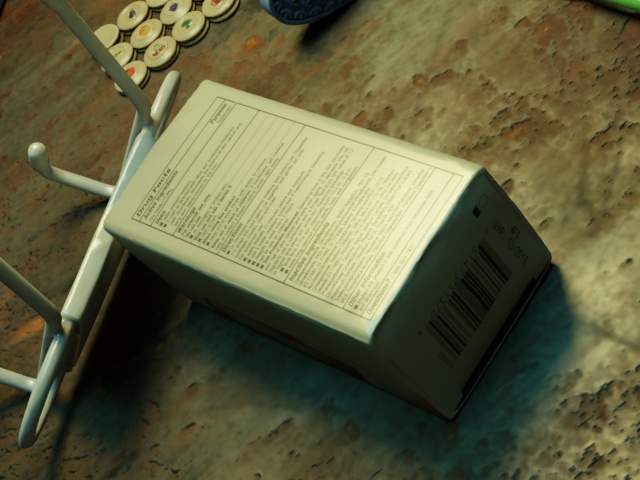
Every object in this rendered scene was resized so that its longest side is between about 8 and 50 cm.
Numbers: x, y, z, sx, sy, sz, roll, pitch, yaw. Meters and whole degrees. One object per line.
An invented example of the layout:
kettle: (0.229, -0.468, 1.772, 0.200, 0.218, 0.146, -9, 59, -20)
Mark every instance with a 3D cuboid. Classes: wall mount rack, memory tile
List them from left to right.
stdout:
wall mount rack: (-0.215, -0.029, 1.240, 0.130, 0.304, 0.350, 20, 62, -3)
memory tile: (-0.153, -0.210, 1.523, 0.148, 0.012, 0.113, -39, 44, 3)

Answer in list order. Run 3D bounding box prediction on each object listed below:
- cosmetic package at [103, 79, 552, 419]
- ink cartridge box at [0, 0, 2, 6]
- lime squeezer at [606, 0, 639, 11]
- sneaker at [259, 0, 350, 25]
cosmetic package: (0.000, 0.000, 1.171, 0.296, 0.129, 0.153, 23, 74, 43)
ink cartridge box: (-0.502, -0.184, 1.651, 0.270, 0.151, 0.395, -9, 51, 29)
lime squeezer: (0.197, -0.243, 1.291, 0.110, 0.059, 0.310, -10, 43, -11)
sneaker: (0.020, -0.287, 1.420, 0.232, 0.081, 0.090, -44, 41, -13)
